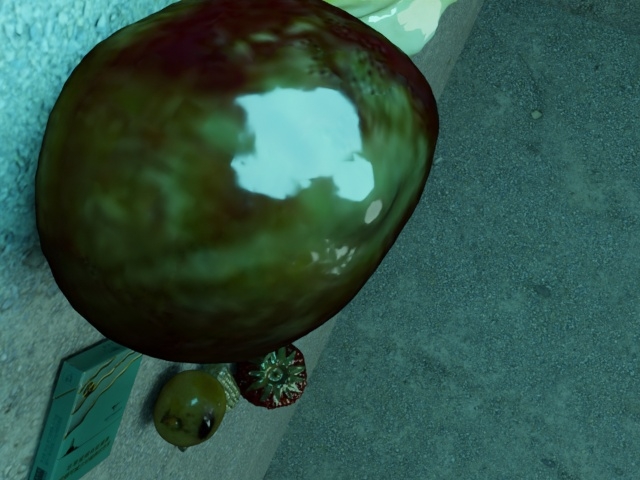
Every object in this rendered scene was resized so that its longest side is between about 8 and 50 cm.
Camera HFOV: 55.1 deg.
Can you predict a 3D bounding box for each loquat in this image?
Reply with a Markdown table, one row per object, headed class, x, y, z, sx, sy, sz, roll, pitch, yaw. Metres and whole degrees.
| class | x | y | z | sx | sy | sz | roll | pitch | yaw |
| --- | --- | --- | --- | --- | --- | --- | --- | --- | --- |
| loquat | -0.259 | 0.333 | 1.220 | 0.163 | 0.137 | 0.163 | 5 | 90 | -75 |

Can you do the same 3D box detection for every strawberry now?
| class | x | y | z | sx | sy | sz | roll | pitch | yaw |
| --- | --- | --- | --- | --- | --- | --- | --- | --- | --- |
| strawberry | -0.144 | 0.375 | 1.719 | 0.205 | 0.205 | 0.244 | -62 | -171 | -18 |

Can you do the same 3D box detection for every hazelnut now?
| class | x | y | z | sx | sy | sz | roll | pitch | yaw |
| --- | --- | --- | --- | --- | --- | --- | --- | --- | --- |
| hazelnut | -0.082 | -0.069 | 0.627 | 0.352 | 0.421 | 0.421 | 59 | 38 | -18 |

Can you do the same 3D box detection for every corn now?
| class | x | y | z | sx | sy | sz | roll | pitch | yaw |
| --- | --- | --- | --- | --- | --- | --- | --- | --- | --- |
| corn | -0.244 | 0.340 | 1.450 | 0.087 | 0.087 | 0.211 | -59 | 159 | -31 |

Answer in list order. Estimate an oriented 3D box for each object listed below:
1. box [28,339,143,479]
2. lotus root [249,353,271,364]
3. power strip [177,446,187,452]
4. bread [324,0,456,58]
| class | x | y | z | sx | sy | sz | roll | pitch | yaw |
| --- | --- | --- | --- | --- | --- | --- | --- | --- | --- |
| box | -0.347 | 0.259 | 0.921 | 0.229 | 0.041 | 0.162 | -69 | 168 | 14 |
| lotus root | -0.134 | 0.176 | 1.490 | 0.235 | 0.119 | 0.138 | -60 | 172 | -22 |
| power strip | -0.291 | 0.453 | 1.564 | 0.253 | 0.027 | 0.060 | -34 | 146 | -68 |
| bread | 0.095 | -0.442 | 0.789 | 0.424 | 0.329 | 0.245 | -60 | 168 | 0 |
